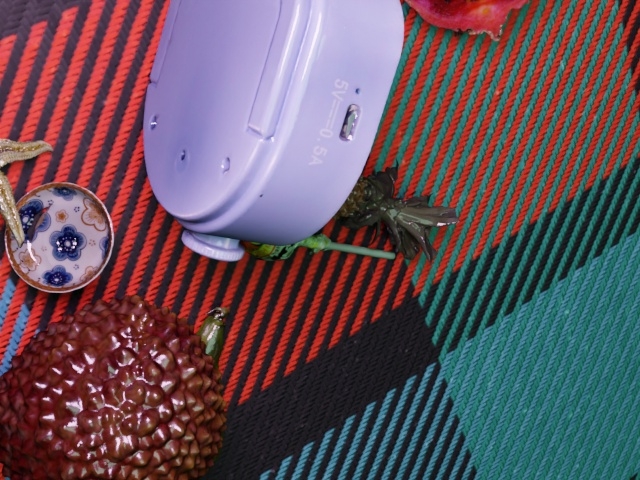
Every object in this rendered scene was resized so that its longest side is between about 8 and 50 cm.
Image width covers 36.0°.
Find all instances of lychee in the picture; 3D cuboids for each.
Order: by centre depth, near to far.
[{"bbox_3d":[-0.265,0.226,1.261,0.306,0.330,0.306,3,79,-15],"label":"lychee"}]

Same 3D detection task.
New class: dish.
[{"bbox_3d":[-0.327,-0.002,1.277,0.141,0.078,0.141,0,88,4],"label":"dish"}]

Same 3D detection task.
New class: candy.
[{"bbox_3d":[0.000,0.000,1.465,0.305,0.091,0.083,10,114,-42],"label":"candy"}]

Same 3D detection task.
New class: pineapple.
[{"bbox_3d":[0.073,-0.049,1.445,0.277,0.119,0.130,20,54,-33],"label":"pineapple"}]

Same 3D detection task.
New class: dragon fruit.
[{"bbox_3d":[0.210,-0.386,1.413,0.262,0.134,0.211,-19,128,-5],"label":"dragon fruit"}]

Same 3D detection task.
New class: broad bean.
[{"bbox_3d":[-0.168,0.221,1.452,0.065,0.046,0.254,-10,111,-40],"label":"broad bean"}]

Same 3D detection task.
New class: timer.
[{"bbox_3d":[-0.071,-0.158,1.185,0.173,0.395,0.395,10,102,-34],"label":"timer"}]

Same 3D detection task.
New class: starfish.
[{"bbox_3d":[-0.406,-0.095,1.175,0.217,0.050,0.223,-11,86,-46],"label":"starfish"}]
